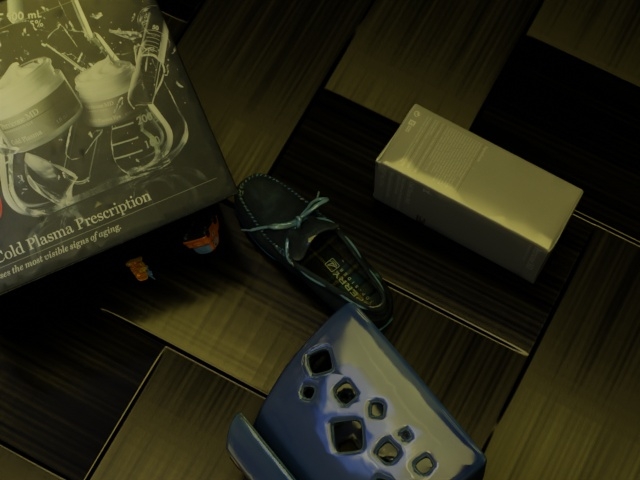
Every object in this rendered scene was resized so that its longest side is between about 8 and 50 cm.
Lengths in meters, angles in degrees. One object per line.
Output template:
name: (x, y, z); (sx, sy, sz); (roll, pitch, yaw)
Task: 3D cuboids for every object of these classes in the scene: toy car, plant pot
toy car: (-0.179, 0.011, 1.796); (0.122, 0.060, 0.040); (-23, 116, 8)
plant pot: (0.030, 0.241, 1.607); (0.212, 0.236, 0.236); (-38, 75, -8)

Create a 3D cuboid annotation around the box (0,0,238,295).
box: (-0.322, -0.127, 1.700); (0.343, 0.179, 0.312); (-24, 93, -12)

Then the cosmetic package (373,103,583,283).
cosmetic package: (0.192, -0.057, 1.772); (0.238, 0.127, 0.107); (31, 72, 12)

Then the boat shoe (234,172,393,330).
boat shoe: (0.000, 0.000, 1.765); (0.258, 0.089, 0.109); (38, 73, 12)
